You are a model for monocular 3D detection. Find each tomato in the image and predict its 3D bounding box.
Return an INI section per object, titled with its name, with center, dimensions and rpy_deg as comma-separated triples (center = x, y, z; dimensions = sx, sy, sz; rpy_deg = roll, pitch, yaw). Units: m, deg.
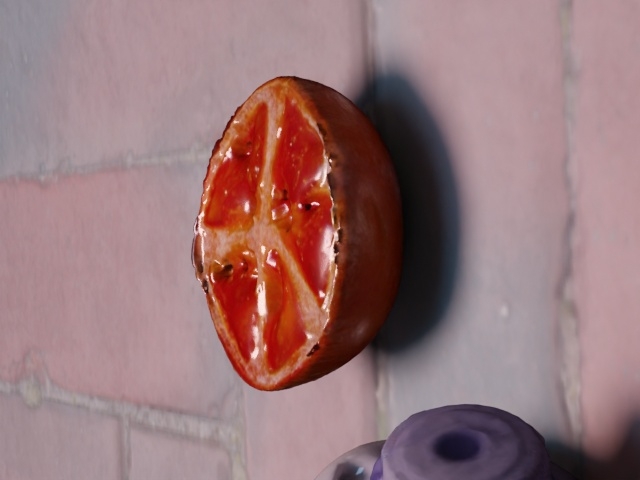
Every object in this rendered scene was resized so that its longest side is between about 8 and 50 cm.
[tomato]
center = 0.000, 0.000, 0.923
dimensions = 0.155, 0.069, 0.155
rpy_deg = -6, 83, 62

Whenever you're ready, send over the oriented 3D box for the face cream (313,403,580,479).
[face cream]
center = 0.051, 0.256, 0.826
dimensions = 0.235, 0.137, 0.420
rpy_deg = -128, 34, -52
